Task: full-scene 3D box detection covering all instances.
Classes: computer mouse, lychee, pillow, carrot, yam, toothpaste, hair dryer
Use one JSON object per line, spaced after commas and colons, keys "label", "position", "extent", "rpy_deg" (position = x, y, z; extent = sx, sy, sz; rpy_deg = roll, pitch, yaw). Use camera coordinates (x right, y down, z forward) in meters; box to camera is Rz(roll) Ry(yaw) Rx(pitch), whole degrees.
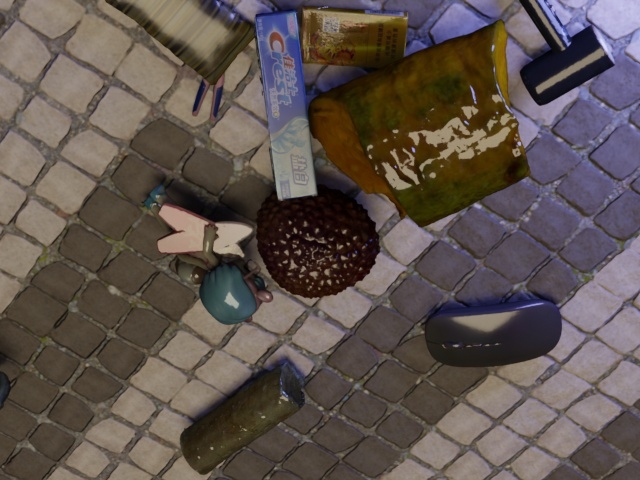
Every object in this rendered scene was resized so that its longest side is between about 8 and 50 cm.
{"label": "computer mouse", "position": [0.294, 0.158, 2.036], "extent": [0.232, 0.057, 0.120], "rpy_deg": [-6, 123, 5]}
{"label": "lychee", "position": [0.000, 0.000, 1.863], "extent": [0.188, 0.188, 0.188], "rpy_deg": [1, 124, 1]}
{"label": "pillow", "position": [-0.198, -0.326, 1.742], "extent": [0.203, 0.038, 0.113], "rpy_deg": [38, 107, -20]}
{"label": "carrot", "position": [0.147, -0.150, 1.730], "extent": [0.340, 0.241, 0.241], "rpy_deg": [-24, 120, 15]}
{"label": "yam", "position": [-0.134, 0.315, 2.134], "extent": [0.259, 0.093, 0.093], "rpy_deg": [-36, 115, 23]}
{"label": "toothpaste", "position": [-0.051, -0.197, 1.759], "extent": [0.066, 0.053, 0.272], "rpy_deg": [-7, 105, -3]}
{"label": "hair dryer", "position": [0.303, -0.320, 1.726], "extent": [0.128, 0.070, 0.255], "rpy_deg": [-32, 110, 22]}

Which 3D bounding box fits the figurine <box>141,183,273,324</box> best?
{"label": "figurine", "position": [-0.198, 0.034, 1.914], "extent": [0.260, 0.103, 0.205], "rpy_deg": [48, 138, 1]}

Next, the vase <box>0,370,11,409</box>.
{"label": "vase", "position": [-0.683, 0.182, 1.992], "extent": [0.245, 0.245, 0.291], "rpy_deg": [-15, 116, 11]}

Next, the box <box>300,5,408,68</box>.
{"label": "box", "position": [0.048, -0.297, 1.763], "extent": [0.156, 0.022, 0.089], "rpy_deg": [2, 122, 1]}

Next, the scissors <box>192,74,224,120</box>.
{"label": "scissors", "position": [-0.165, -0.233, 1.818], "extent": [0.039, 0.012, 0.113], "rpy_deg": [13, 123, -8]}
